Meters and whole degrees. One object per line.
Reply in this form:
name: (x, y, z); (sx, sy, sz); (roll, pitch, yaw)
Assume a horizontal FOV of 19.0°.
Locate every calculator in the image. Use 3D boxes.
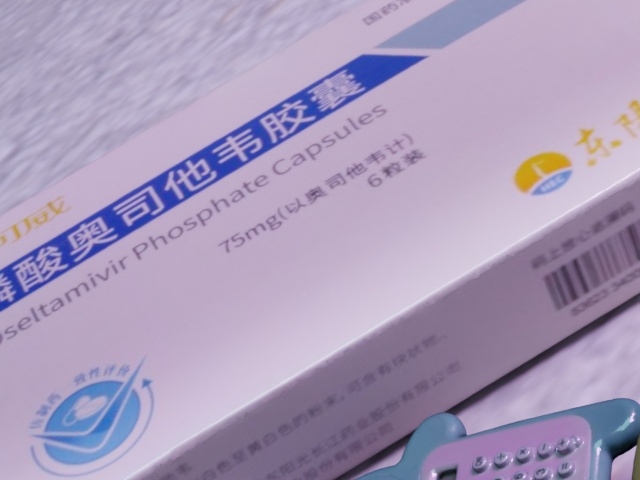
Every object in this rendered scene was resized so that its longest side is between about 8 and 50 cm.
calculator: (0.050, 0.097, 0.680); (0.141, 0.019, 0.094); (-18, 42, 32)

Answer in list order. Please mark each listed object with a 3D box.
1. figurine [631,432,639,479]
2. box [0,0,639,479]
figurine: (0.228, 0.108, 0.496); (0.274, 0.227, 0.394); (-9, 18, -28)
box: (0.000, 0.000, 0.795); (0.343, 0.065, 0.200); (-31, 39, -4)
